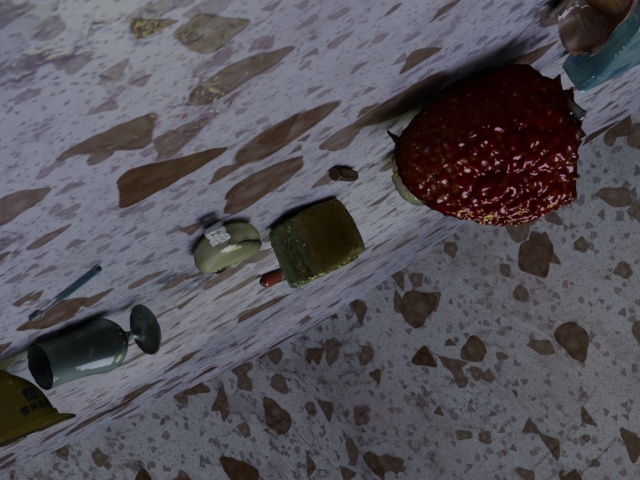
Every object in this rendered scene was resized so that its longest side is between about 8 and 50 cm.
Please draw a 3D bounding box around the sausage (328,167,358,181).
[{"bbox_3d":[0.044,-0.119,1.802,0.026,0.026,0.116,-33,172,17],"label":"sausage"}]

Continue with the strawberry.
[{"bbox_3d":[0.269,-0.164,1.683,0.343,0.292,0.292,0,160,-19],"label":"strawberry"}]

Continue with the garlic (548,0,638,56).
[{"bbox_3d":[0.427,-0.356,1.520,0.174,0.099,0.124,-40,-179,46],"label":"garlic"}]

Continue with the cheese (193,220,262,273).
[{"bbox_3d":[-0.167,0.002,1.697,0.127,0.054,0.251,-29,170,-5],"label":"cheese"}]

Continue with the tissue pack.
[{"bbox_3d":[0.581,-0.392,1.837,0.177,0.089,0.263,-29,169,-17],"label":"tissue pack"}]

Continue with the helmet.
[{"bbox_3d":[-0.574,0.304,1.760,0.257,0.140,0.205,-28,174,28],"label":"helmet"}]

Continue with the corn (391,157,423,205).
[{"bbox_3d":[0.236,-0.135,2.005,0.122,0.123,0.305,-6,-177,27],"label":"corn"}]

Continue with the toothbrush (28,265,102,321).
[{"bbox_3d":[-0.397,0.084,1.538,0.167,0.011,0.014,-34,165,25],"label":"toothbrush"}]

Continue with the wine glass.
[{"bbox_3d":[-0.415,0.196,1.821,0.231,0.103,0.103,-17,165,-41],"label":"wine glass"}]

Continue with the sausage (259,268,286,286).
[{"bbox_3d":[-0.076,0.080,2.488,0.034,0.034,0.253,-37,169,36],"label":"sausage"}]

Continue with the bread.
[{"bbox_3d":[0.000,0.000,1.966,0.102,0.138,0.196,-24,178,42],"label":"bread"}]
